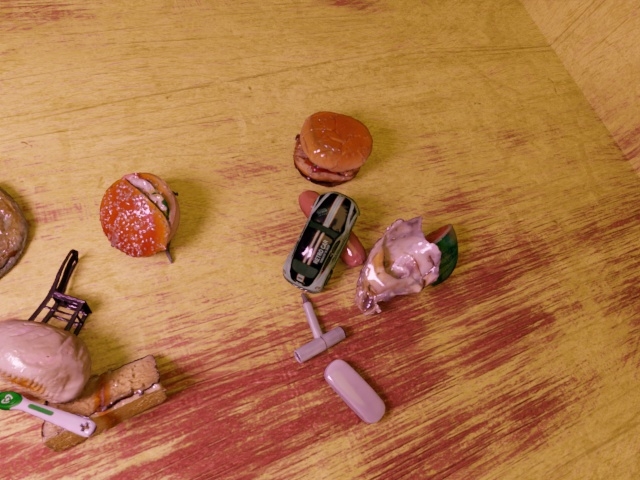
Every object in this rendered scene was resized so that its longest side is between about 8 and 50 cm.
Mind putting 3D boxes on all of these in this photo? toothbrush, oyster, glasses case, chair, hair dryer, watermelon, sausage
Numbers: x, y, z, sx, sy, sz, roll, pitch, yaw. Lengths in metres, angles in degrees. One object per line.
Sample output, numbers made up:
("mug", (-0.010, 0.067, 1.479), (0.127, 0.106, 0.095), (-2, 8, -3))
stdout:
("toothbrush", (-0.655, 0.346, 1.061), (0.419, 0.040, 0.042), (13, 46, 13))
("oyster", (0.225, 0.076, 1.474), (0.271, 0.100, 0.274), (-6, 82, 6))
("glasses case", (0.093, 0.409, 1.351), (0.197, 0.049, 0.076), (45, 61, 6))
("chair", (-0.615, 0.132, 1.237), (0.102, 0.084, 0.212), (21, 60, -4))
("hair dryer", (-0.037, 0.233, 1.404), (0.155, 0.044, 0.183), (-25, 70, -27))
("watermelon", (0.398, 0.049, 1.600), (0.231, 0.128, 0.146), (-33, 96, -30))
("sausage", (0.037, -0.037, 1.525), (0.086, 0.086, 0.289), (-35, 79, -28))

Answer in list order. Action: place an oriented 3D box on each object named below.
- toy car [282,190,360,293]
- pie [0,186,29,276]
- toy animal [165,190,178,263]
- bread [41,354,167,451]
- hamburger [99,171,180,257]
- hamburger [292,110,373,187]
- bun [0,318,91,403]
("toy car", (0.000, 0.000, 1.420), (0.136, 0.125, 0.305), (26, 89, 8))
("pie", (-0.896, -0.009, 1.221), (0.324, 0.070, 0.322), (7, 65, -15))
("toy animal", (-0.446, -0.042, 1.400), (0.075, 0.041, 0.216), (5, 69, -17))
("bread", (-0.492, 0.374, 1.143), (0.266, 0.141, 0.178), (-20, 34, -20))
("hamburger", (-0.477, -0.066, 1.306), (0.237, 0.147, 0.236), (1, 93, 18))
("hamburger", (0.037, -0.303, 1.607), (0.245, 0.163, 0.244), (6, 66, -14))
("bun", (-0.616, 0.257, 1.095), (0.244, 0.243, 0.153), (29, 53, -3))
